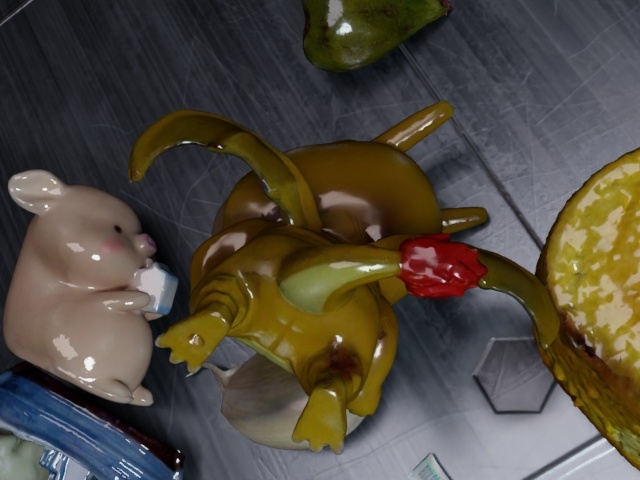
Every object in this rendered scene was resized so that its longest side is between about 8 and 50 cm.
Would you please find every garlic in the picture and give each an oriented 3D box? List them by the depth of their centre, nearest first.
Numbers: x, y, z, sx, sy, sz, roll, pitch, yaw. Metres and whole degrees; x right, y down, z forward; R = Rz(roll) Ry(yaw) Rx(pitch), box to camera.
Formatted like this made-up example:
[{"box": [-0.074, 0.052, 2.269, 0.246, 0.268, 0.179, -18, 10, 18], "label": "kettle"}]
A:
[{"box": [-0.049, 0.180, 1.057, 0.266, 0.148, 0.128, -14, 107, 12], "label": "garlic"}]

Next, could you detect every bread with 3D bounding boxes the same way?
[{"box": [0.380, 0.069, 0.858, 0.337, 0.204, 0.358, -48, 66, 9], "label": "bread"}]

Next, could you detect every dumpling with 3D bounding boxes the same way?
[{"box": [-0.421, 0.293, 1.165, 0.216, 0.126, 0.166, 17, 56, 33], "label": "dumpling"}]

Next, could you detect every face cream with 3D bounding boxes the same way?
[{"box": [0.144, 0.287, 0.987, 0.038, 0.020, 0.115, -46, 64, 5], "label": "face cream"}]

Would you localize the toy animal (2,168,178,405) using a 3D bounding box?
[{"box": [-0.289, 0.060, 1.128, 0.213, 0.195, 0.256, 10, 77, 15], "label": "toy animal"}]

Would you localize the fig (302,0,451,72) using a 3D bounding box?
[{"box": [0.061, -0.277, 1.144, 0.126, 0.185, 0.133, -27, 67, 55], "label": "fig"}]

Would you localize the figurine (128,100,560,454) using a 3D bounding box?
[{"box": [0.031, 0.021, 0.915, 0.401, 0.387, 0.268, 16, 118, 8], "label": "figurine"}]

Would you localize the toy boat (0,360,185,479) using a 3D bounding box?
[{"box": [-0.305, 0.262, 1.097, 0.309, 0.129, 0.142, 28, 74, 8], "label": "toy boat"}]
